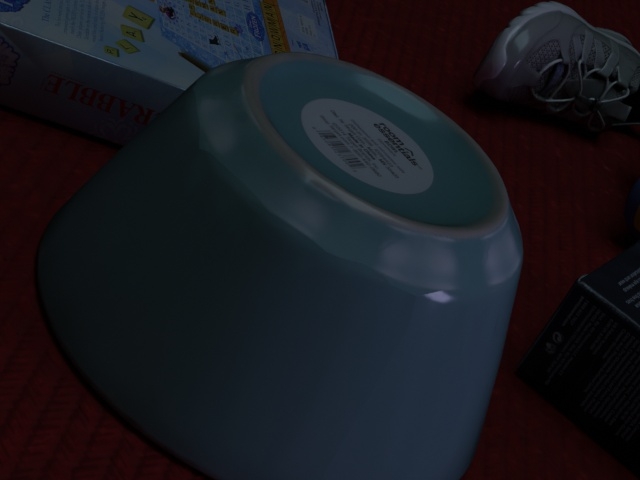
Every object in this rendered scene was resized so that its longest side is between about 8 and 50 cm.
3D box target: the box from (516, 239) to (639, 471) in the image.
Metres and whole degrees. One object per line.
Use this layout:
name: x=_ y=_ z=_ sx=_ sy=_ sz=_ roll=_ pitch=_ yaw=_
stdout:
box: x=0.253 y=0.090 z=1.008 sx=0.158 sy=0.093 sz=0.156 roll=40 pitch=31 yaw=18

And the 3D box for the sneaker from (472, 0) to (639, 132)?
sneaker: x=0.267 y=-0.166 z=1.398 sx=0.281 sy=0.105 sz=0.115 roll=-5 pitch=44 yaw=-46

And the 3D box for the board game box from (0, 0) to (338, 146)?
board game box: x=-0.139 y=-0.178 z=1.095 sx=0.318 sy=0.066 sz=0.318 roll=19 pitch=31 yaw=-19

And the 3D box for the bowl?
bowl: x=0.000 y=0.000 z=0.852 sx=0.311 sy=0.163 sz=0.311 roll=22 pitch=31 yaw=-14

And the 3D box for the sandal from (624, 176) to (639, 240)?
sandal: x=0.377 y=-0.087 z=1.328 sx=0.138 sy=0.126 sz=0.317 roll=37 pitch=44 yaw=26
